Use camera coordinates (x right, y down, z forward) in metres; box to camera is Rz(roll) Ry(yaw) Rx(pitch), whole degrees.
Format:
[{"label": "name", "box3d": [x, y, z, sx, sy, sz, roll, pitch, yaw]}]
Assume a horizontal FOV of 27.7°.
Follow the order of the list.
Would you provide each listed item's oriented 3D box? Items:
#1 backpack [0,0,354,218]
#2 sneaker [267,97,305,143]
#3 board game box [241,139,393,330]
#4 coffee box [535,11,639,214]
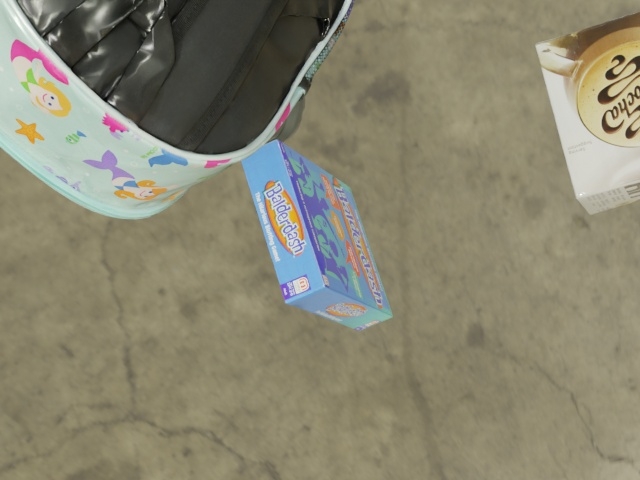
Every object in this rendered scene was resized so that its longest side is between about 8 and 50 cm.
[{"label": "backpack", "box3d": [-0.113, -0.142, 0.769, 0.191, 0.225, 0.253, -29, 28, 40]}, {"label": "sneaker", "box3d": [-0.073, -0.237, 1.466, 0.101, 0.106, 0.267, 11, 107, 43]}, {"label": "board game box", "box3d": [0.000, 0.000, 1.334, 0.047, 0.210, 0.160, -23, 72, 15]}, {"label": "coffee box", "box3d": [0.383, -0.149, 1.283, 0.297, 0.119, 0.168, -15, 78, 17]}]
